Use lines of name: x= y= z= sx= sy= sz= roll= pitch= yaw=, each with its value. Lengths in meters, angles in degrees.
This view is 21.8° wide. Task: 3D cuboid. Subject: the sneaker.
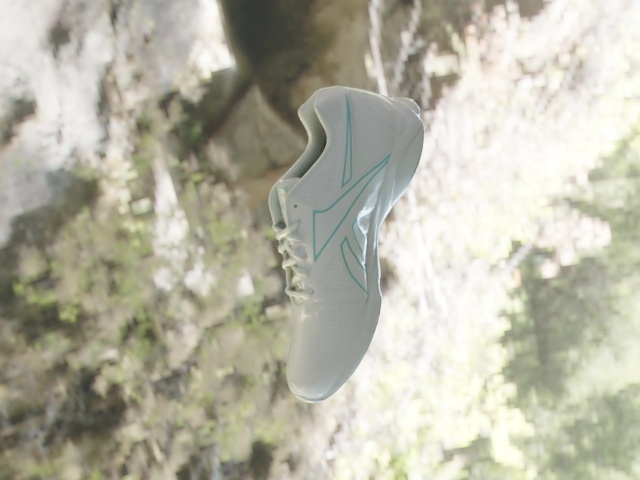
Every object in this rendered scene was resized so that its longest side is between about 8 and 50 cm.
sneaker: x=0.000 y=0.000 z=0.785 sx=0.061 sy=0.152 sz=0.054 roll=14 pitch=177 yaw=-29
